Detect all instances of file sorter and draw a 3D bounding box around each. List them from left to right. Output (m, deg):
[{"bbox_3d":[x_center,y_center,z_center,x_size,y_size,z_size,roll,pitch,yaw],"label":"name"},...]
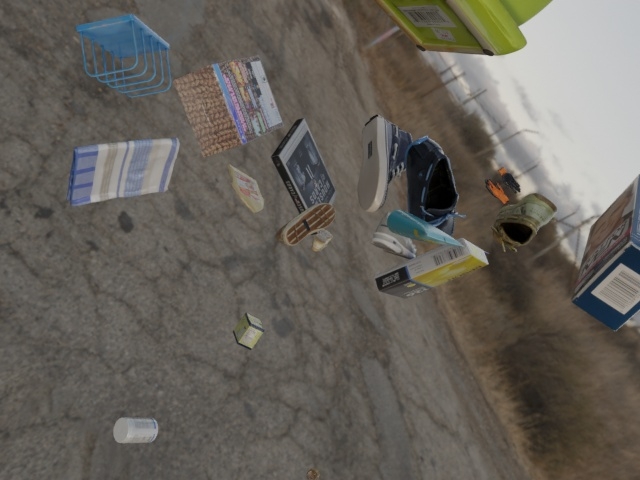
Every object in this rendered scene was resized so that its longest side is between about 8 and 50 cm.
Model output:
[{"bbox_3d":[-0.392,-0.368,1.175,0.170,0.118,0.104,0,83,-81],"label":"file sorter"}]

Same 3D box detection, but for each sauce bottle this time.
[{"bbox_3d":[-0.024,0.812,2.006,0.128,0.042,0.042,79,-14,-74],"label":"sauce bottle"}]

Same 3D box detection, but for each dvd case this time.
[{"bbox_3d":[-0.034,-0.160,1.455,0.238,0.030,0.179,63,34,-32],"label":"dvd case"}]

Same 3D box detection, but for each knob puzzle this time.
[{"bbox_3d":[-0.286,-0.181,2.221,0.213,0.030,0.213,48,22,-26],"label":"knob puzzle"}]

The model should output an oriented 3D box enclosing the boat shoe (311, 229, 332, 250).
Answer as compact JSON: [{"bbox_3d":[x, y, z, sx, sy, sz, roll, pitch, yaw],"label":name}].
[{"bbox_3d":[0.000,0.000,2.258,0.063,0.059,0.170,37,20,6],"label":"boat shoe"}]

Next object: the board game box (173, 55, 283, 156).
[{"bbox_3d":[-0.264,-0.407,1.725,0.291,0.141,0.232,-45,119,-60],"label":"board game box"}]

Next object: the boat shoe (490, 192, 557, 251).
[{"bbox_3d":[0.498,-0.035,1.473,0.105,0.089,0.285,37,-14,9],"label":"boat shoe"}]

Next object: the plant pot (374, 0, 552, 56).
[{"bbox_3d":[0.196,-0.391,0.797,0.227,0.207,0.228,28,0,-41],"label":"plant pot"}]

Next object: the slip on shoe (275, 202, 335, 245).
[{"bbox_3d":[-0.028,-0.032,1.106,0.135,0.041,0.051,-38,114,-32],"label":"slip on shoe"}]

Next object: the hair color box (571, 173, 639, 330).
[{"bbox_3d":[0.631,0.013,1.184,0.105,0.173,0.347,36,39,10],"label":"hair color box"}]

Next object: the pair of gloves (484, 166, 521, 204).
[{"bbox_3d":[0.430,-0.129,1.360,0.074,0.083,0.010,52,-25,9],"label":"pair of gloves"}]

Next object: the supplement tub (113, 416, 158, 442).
[{"bbox_3d":[-0.524,0.540,1.642,0.107,0.071,0.071,26,37,-51],"label":"supplement tub"}]

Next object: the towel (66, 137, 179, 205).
[{"bbox_3d":[-0.525,-0.185,1.550,0.285,0.209,0.034,-14,59,-38],"label":"towel"}]

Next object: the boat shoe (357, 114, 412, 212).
[{"bbox_3d":[0.214,-0.224,1.787,0.158,0.127,0.340,18,63,-25],"label":"boat shoe"}]

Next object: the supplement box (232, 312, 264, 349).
[{"bbox_3d":[-0.238,0.299,1.904,0.056,0.083,0.083,31,8,-28],"label":"supplement box"}]

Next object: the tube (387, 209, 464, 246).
[{"bbox_3d":[0.196,-0.021,1.130,0.080,0.052,0.207,11,8,-19],"label":"tube"}]

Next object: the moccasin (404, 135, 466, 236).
[{"bbox_3d":[0.291,-0.103,1.492,0.117,0.138,0.342,50,-9,46],"label":"moccasin"}]

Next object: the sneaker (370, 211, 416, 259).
[{"bbox_3d":[0.247,-0.012,1.776,0.105,0.115,0.281,18,-3,22],"label":"sneaker"}]

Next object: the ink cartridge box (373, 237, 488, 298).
[{"bbox_3d":[0.365,0.101,1.822,0.307,0.304,0.072,22,46,-56],"label":"ink cartridge box"}]
